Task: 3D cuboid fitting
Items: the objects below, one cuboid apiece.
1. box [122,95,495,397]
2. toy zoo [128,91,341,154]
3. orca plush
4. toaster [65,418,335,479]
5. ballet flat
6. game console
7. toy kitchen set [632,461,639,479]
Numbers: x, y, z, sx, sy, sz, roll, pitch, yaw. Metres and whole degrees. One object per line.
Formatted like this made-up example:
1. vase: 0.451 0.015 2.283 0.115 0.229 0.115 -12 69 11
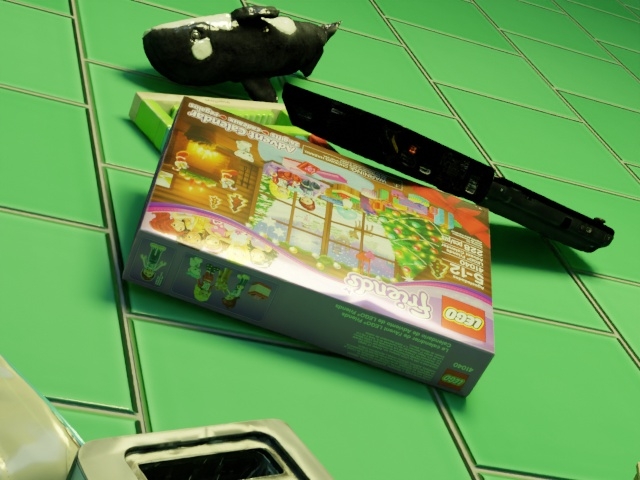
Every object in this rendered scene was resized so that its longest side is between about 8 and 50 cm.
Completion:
1. box: 0.000 0.000 1.072 0.293 0.057 0.201 20 36 -9
2. toy zoo: -0.035 -0.056 1.242 0.192 0.030 0.293 -1 33 -41
3. orca plush: -0.077 -0.189 1.459 0.151 0.102 0.287 -17 -5 26
4. toaster: -0.048 0.183 0.642 0.185 0.110 0.168 0 31 -39
5. ballet flat: -0.224 0.077 0.762 0.086 0.086 0.248 -5 37 -45
6. game console: 0.138 -0.064 1.291 0.361 0.044 0.213 22 4 -34
7. toy kitchen set: 0.264 0.192 0.931 0.075 0.068 0.083 22 25 0
